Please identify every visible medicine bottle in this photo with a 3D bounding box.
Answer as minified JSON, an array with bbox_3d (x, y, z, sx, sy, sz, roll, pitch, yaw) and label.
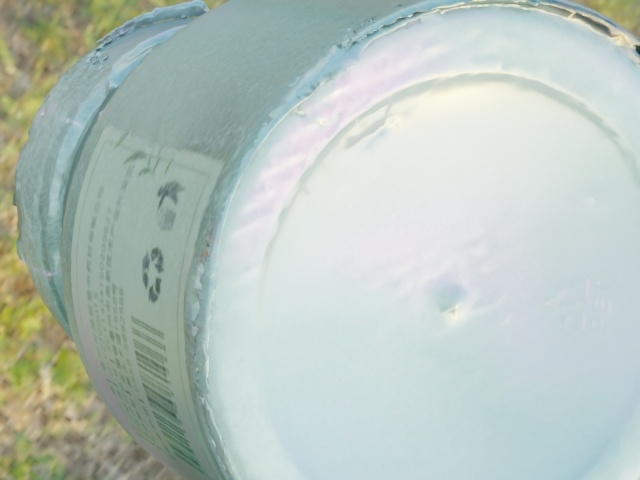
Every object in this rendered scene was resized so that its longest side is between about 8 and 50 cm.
[{"bbox_3d":[0.000,0.000,0.840,0.245,0.290,0.245,-6,103,-26],"label":"medicine bottle"}]
